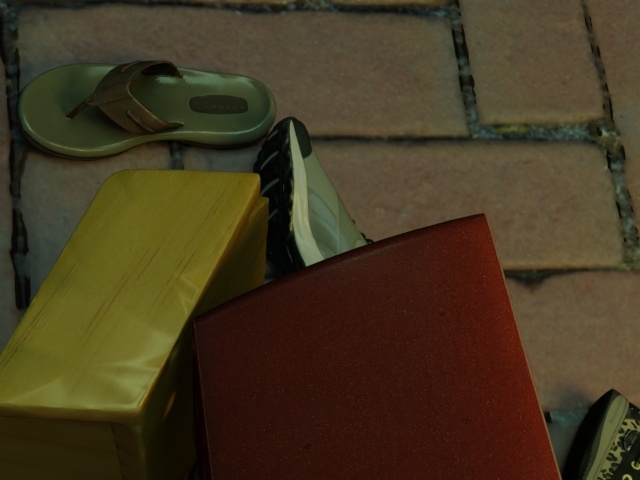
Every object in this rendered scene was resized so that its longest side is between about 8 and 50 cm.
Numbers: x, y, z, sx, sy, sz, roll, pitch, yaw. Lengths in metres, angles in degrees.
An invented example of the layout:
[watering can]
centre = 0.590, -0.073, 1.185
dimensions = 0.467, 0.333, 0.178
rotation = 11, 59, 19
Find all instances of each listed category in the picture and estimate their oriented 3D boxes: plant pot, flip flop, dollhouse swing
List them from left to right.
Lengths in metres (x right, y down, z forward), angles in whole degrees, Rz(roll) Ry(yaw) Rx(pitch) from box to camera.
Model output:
[dollhouse swing]
centre = -0.247, 0.083, 1.236
dimensions = 0.305, 0.347, 0.315
rotation = 22, 64, 8
[flip flop]
centre = -0.178, -0.146, 1.486
dimensions = 0.277, 0.080, 0.112
rotation = 0, 68, -14
[plant pot]
centre = 0.024, 0.168, 1.101
dimensions = 0.235, 0.267, 0.267
rotation = -5, 54, -8

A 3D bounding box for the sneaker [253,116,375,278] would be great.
[sneaker]
centre = 0.000, 0.000, 1.470
dimensions = 0.108, 0.100, 0.271
rotation = -6, 72, -31

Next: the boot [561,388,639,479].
[boot]
centre = 0.322, 0.287, 1.425
dimensions = 0.178, 0.085, 0.236
rotation = 28, 63, -3
